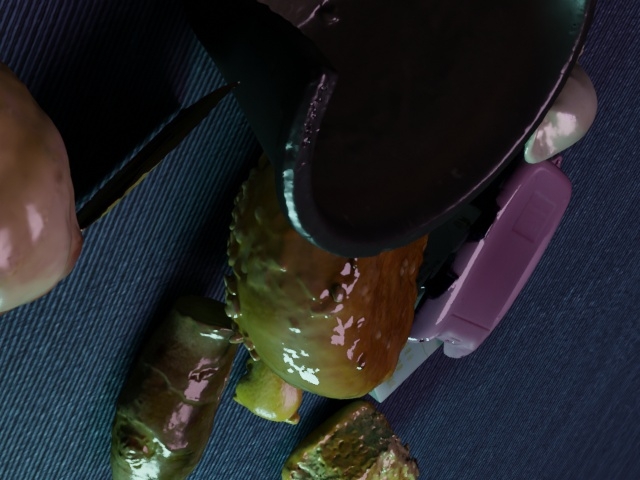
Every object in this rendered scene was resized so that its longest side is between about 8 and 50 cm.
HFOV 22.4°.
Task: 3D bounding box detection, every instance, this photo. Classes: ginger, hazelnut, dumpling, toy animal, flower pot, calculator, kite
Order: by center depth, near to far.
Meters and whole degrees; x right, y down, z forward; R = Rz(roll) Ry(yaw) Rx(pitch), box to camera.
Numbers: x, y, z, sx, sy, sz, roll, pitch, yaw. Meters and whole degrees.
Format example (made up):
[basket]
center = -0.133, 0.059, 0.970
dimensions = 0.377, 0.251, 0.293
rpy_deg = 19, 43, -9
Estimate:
[hazelnut]
center = -0.303, -0.054, 1.218
dimensions = 0.261, 0.261, 0.241
rpy_deg = 96, 20, -45
[kite]
center = -0.181, -0.046, 1.415
dimensions = 0.377, 0.013, 0.327
rpy_deg = -39, -170, 32
[flower pot]
center = 0.042, -0.197, 1.448
dimensions = 0.379, 0.251, 0.379
rpy_deg = -34, 146, -28
[ginger]
center = -0.162, 0.178, 1.754
dimensions = 0.116, 0.109, 0.263
rpy_deg = 13, 117, -24
[toy animal]
center = -0.042, 0.132, 1.896
dimensions = 0.070, 0.083, 0.159
rpy_deg = -18, 130, -53
[dumpling]
center = 0.280, -0.180, 1.941
dimensions = 0.169, 0.100, 0.134
rpy_deg = -33, 134, -30
[calculator]
center = 0.222, 0.020, 2.014
dimensions = 0.294, 0.043, 0.194
rpy_deg = -57, 149, 5

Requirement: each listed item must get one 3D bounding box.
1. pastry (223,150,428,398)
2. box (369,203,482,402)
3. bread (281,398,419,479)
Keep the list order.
[pastry]
center = 0.000, 0.000, 1.666
dimensions = 0.284, 0.184, 0.315
rpy_deg = 16, 84, -71
[box]
center = 0.127, 0.077, 2.059
dimensions = 0.243, 0.067, 0.155
rpy_deg = -43, 151, -12
[bread]
center = 0.043, 0.320, 2.176
dimensions = 0.174, 0.121, 0.245
rpy_deg = -36, 153, -6
